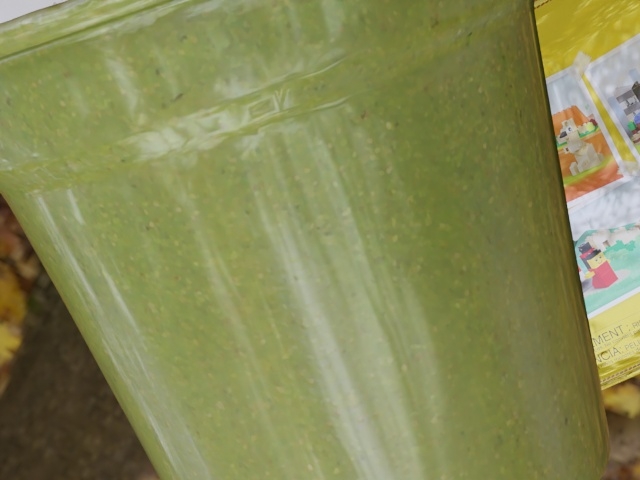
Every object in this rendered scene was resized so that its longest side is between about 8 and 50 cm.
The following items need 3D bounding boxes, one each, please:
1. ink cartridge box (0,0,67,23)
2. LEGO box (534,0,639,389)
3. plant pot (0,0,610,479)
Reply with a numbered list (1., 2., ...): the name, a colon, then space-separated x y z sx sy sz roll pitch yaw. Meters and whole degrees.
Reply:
1. ink cartridge box: -0.206 -0.220 1.063 0.273 0.114 0.198 37 -162 5
2. LEGO box: 0.305 -0.084 1.547 0.500 0.193 0.372 -28 92 24
3. plant pot: 0.000 0.000 0.656 0.276 0.276 0.253 -9 105 48
